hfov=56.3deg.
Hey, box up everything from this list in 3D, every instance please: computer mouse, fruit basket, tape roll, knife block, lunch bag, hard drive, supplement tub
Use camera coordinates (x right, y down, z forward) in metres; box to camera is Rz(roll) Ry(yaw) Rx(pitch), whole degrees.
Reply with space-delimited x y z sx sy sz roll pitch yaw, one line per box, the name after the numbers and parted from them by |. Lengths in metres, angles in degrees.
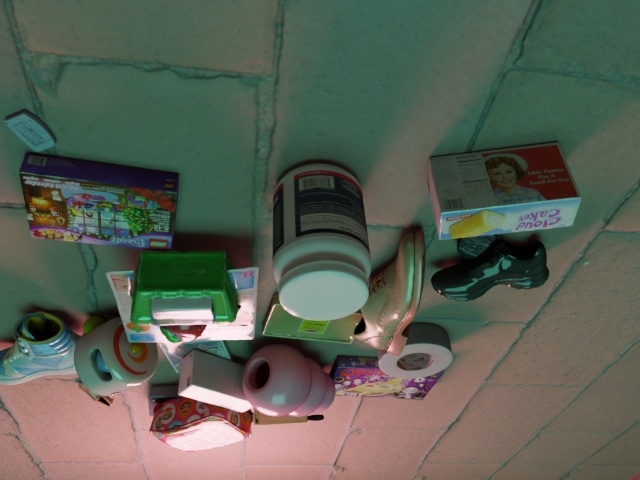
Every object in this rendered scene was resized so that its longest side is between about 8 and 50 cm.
0.388 -0.047 1.352 0.071 0.041 0.242 27 129 -9 | computer mouse
-0.313 0.170 1.413 0.327 0.165 0.353 0 139 -9 | fruit basket
0.278 0.330 1.775 0.219 0.072 0.219 -2 140 -2 | tape roll
-0.090 0.540 1.921 0.242 0.088 0.276 0 166 -3 | knife block
-0.368 0.594 1.921 0.293 0.120 0.258 -19 136 20 | lunch bag
-0.439 0.538 1.991 0.254 0.054 0.172 5 141 -10 | hard drive
0.000 0.000 1.186 0.191 0.272 0.191 -2 141 -2 | supplement tub

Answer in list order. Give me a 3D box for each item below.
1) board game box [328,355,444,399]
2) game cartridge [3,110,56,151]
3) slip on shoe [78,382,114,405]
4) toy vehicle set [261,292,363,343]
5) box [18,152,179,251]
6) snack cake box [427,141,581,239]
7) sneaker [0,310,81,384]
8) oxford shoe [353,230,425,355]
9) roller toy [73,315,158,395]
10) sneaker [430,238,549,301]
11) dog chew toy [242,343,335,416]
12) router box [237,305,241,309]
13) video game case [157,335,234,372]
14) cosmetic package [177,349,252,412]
0.200 0.448 1.939 0.346 0.056 0.208 5 136 -10 | board game box
-0.531 -0.201 1.101 0.056 0.017 0.083 -13 140 17 | game cartridge
-0.722 0.495 1.926 0.051 0.041 0.135 -20 138 20 | slip on shoe
-0.016 0.218 1.642 0.266 0.035 0.166 8 140 -14 | toy vehicle set
-0.448 -0.070 1.235 0.293 0.057 0.201 7 141 -13 | box
0.355 -0.099 1.188 0.264 0.152 0.089 -6 142 4 | snack cake box
-0.791 0.276 1.594 0.318 0.127 0.208 -11 137 5 | sneaker
0.166 0.135 1.468 0.146 0.140 0.397 13 128 4 | oxford shoe
-0.533 0.305 1.586 0.146 0.191 0.209 -24 136 23 | roller toy
0.406 0.059 1.444 0.286 0.109 0.130 -13 131 1 | sneaker
-0.075 0.431 1.784 0.206 0.207 0.332 -28 143 27 | dog chew toy
-0.259 0.160 1.549 0.092 0.038 0.122 -16 139 16 | router box
-0.364 0.332 1.767 0.183 0.023 0.201 -6 141 3 | video game case
-0.299 0.418 1.767 0.231 0.117 0.085 26 131 -30 | cosmetic package
